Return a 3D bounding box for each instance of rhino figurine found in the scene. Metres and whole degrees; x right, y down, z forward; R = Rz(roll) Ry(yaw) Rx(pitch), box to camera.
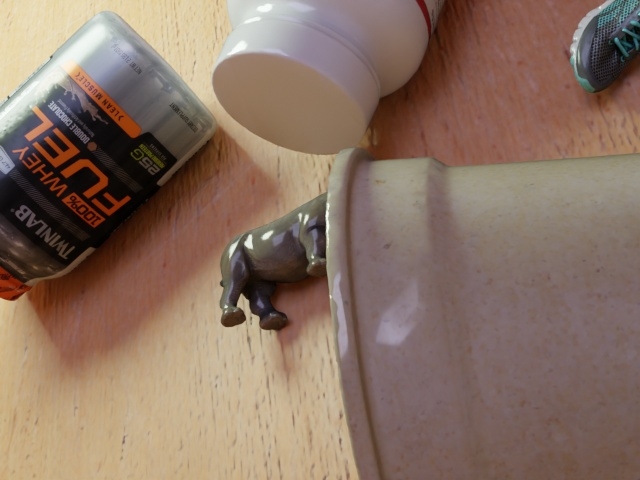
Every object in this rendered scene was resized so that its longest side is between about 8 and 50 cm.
[{"bbox_3d":[0.000,0.000,0.952,0.243,0.073,0.106,-28,49,12],"label":"rhino figurine"}]

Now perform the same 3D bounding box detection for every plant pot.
[{"bbox_3d":[0.197,0.068,0.620,0.306,0.333,0.333,-12,51,13],"label":"plant pot"}]

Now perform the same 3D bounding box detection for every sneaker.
[{"bbox_3d":[0.305,-0.214,0.898,0.166,0.065,0.076,-55,23,-11],"label":"sneaker"}]

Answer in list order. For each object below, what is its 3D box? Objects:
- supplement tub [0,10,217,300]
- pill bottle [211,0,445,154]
[{"bbox_3d":[-0.311,-0.098,1.143,0.338,0.207,0.207,-45,44,-2],"label":"supplement tub"},{"bbox_3d":[0.034,-0.309,1.053,0.229,0.229,0.407,3,59,36],"label":"pill bottle"}]
